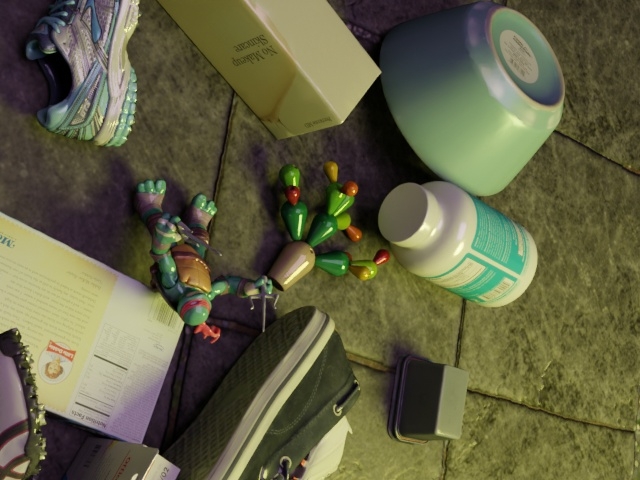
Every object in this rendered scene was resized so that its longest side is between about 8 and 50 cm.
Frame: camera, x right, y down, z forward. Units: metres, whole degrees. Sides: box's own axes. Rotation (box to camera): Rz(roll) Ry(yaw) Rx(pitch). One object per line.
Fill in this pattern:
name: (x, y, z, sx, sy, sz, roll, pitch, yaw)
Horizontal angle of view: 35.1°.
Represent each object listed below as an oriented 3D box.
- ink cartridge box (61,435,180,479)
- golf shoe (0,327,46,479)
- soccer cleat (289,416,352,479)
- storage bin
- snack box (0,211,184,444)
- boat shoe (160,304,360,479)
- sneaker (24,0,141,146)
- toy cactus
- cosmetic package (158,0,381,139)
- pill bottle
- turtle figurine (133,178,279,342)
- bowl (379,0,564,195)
ink cartridge box: (-0.231, 0.288, 1.157, 0.061, 0.181, 0.104, 41, 62, -27)
golf shoe: (-0.355, 0.226, 1.077, 0.120, 0.105, 0.273, -1, 109, -22)
soccer cleat: (-0.014, 0.316, 1.401, 0.076, 0.068, 0.196, 50, 55, -26)
storage bin: (0.174, 0.246, 1.539, 0.098, 0.091, 0.135, 20, 74, -35)
snack box: (-0.322, 0.100, 1.183, 0.322, 0.060, 0.187, 31, 66, -32)
boat shoe: (-0.103, 0.294, 1.258, 0.156, 0.187, 0.500, 53, 51, -17)
sneaker: (-0.288, -0.258, 1.220, 0.122, 0.110, 0.283, 1, 85, -35)
toy cactus: (0.000, 0.000, 1.433, 0.180, 0.112, 0.219, -50, 125, -20)
cosmetic package: (-0.082, -0.292, 1.353, 0.309, 0.160, 0.113, 49, 60, -22)
pill bottle: (0.203, 0.000, 1.531, 0.264, 0.146, 0.146, 26, 70, -43)
turtle figurine: (-0.156, 0.026, 1.234, 0.118, 0.234, 0.175, -39, 134, 11)
bowl: (0.257, -0.240, 1.553, 0.311, 0.163, 0.311, 23, 53, -35)
